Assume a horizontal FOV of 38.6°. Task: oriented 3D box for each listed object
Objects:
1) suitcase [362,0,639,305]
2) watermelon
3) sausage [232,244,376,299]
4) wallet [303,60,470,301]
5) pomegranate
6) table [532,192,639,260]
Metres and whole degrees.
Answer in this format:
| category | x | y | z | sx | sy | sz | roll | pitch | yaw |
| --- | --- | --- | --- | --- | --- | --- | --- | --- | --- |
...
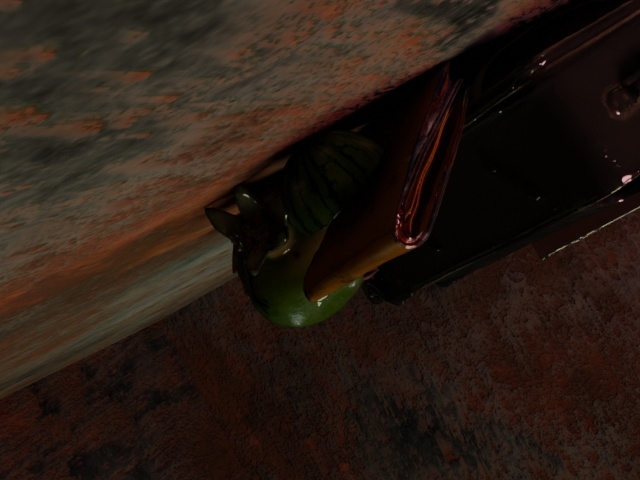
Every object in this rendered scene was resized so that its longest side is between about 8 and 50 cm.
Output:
| category | x | y | z | sx | sy | sz | roll | pitch | yaw |
| --- | --- | --- | --- | --- | --- | --- | --- | --- | --- |
| suitcase | 0.208 | -0.095 | 0.971 | 0.283 | 0.194 | 0.434 | -32 | -179 | -32 |
| watermelon | 0.003 | -0.059 | 0.798 | 0.105 | 0.062 | 0.105 | -43 | -166 | 13 |
| sausage | 0.000 | 0.000 | 1.211 | 0.280 | 0.152 | 0.152 | -28 | 178 | -45 |
| wallet | 0.061 | -0.047 | 0.813 | 0.161 | 0.042 | 0.195 | -38 | -153 | 55 |
| pomegranate | -0.036 | 0.008 | 0.917 | 0.131 | 0.152 | 0.191 | -31 | 164 | 14 |
| table | 0.352 | -0.137 | 1.360 | 0.196 | 0.250 | 0.282 | -30 | 179 | 13 |
